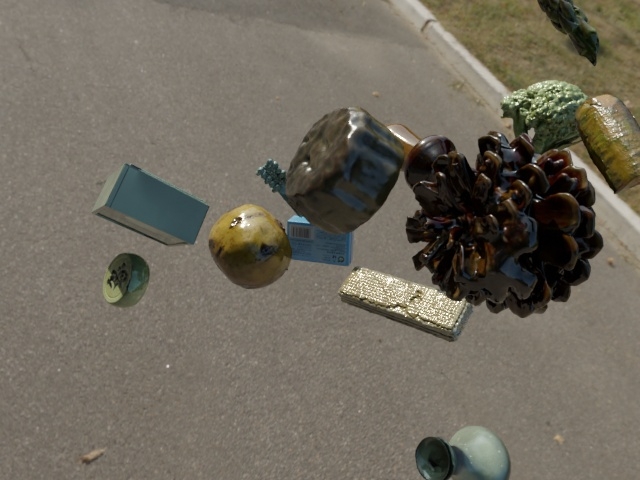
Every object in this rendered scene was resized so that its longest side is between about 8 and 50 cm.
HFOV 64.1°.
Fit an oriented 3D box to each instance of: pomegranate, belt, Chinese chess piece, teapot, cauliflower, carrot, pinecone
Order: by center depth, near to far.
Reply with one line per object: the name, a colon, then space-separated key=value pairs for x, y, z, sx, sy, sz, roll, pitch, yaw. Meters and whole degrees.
carrot: x=0.456 y=-0.148 z=0.789 sx=0.082 sy=0.082 sz=0.173 roll=4 pitch=58 yaw=-21
pinecone: x=0.361 y=-0.035 z=1.089 sx=0.397 sy=0.398 sz=0.398 roll=13 pitch=42 yaw=-12
Chinese chess piece: x=-0.503 y=0.102 z=1.319 sx=0.058 sy=0.144 sz=0.144 roll=26 pitch=29 yaw=-47
teapot: x=0.369 y=0.573 z=1.335 sx=0.250 sy=0.183 sz=0.184 roll=21 pitch=36 yaw=-36
belt: x=-0.095 y=-0.141 z=1.398 sx=0.179 sy=0.065 sz=0.100 roll=47 pitch=0 yaw=-8
cauliflower: x=0.704 y=-0.366 z=1.597 sx=0.326 sy=0.281 sz=0.261 roll=21 pitch=53 yaw=0
pomegranate: x=-0.231 y=0.019 z=1.694 sx=0.280 sy=0.281 sz=0.281 roll=13 pitch=42 yaw=-12

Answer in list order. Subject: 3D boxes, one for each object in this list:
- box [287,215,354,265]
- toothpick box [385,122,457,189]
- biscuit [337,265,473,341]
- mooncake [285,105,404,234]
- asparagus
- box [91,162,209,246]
box: x=0.000 y=0.000 z=1.803 sx=0.232 sy=0.143 sz=0.083 roll=6 pitch=19 yaw=13
toothpick box: x=0.301 y=-0.271 z=1.649 sx=0.192 sy=0.192 sz=0.294 roll=-7 pitch=30 yaw=-31
biscuit: x=0.260 y=0.196 z=1.629 sx=0.425 sy=0.079 sz=0.144 roll=14 pitch=54 yaw=35
mooncake: x=0.042 y=-0.164 z=1.181 sx=0.161 sy=0.290 sz=0.291 roll=32 pitch=35 yaw=-30
asparagus: x=0.677 y=-0.604 z=1.394 sx=0.080 sy=0.080 sz=0.287 roll=-28 pitch=75 yaw=-43
box: x=-0.436 y=-0.083 z=1.307 sx=0.225 sy=0.225 sz=0.118 roll=28 pitch=74 yaw=-28
